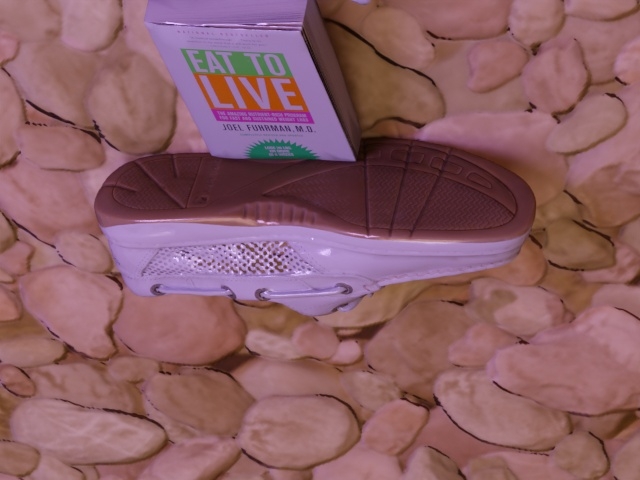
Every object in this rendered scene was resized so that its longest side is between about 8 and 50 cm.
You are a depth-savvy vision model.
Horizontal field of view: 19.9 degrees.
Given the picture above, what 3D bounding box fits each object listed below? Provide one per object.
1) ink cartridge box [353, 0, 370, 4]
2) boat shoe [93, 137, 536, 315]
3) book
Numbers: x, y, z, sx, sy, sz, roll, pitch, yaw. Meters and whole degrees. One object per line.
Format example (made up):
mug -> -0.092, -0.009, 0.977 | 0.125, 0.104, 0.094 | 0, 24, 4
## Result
ink cartridge box -> -0.063, -0.316, 0.925 | 0.324, 0.071, 0.330 | 19, 128, -8
boat shoe -> 0.000, 0.000, 1.141 | 0.277, 0.098, 0.096 | 2, 128, 16
book -> -0.038, -0.096, 1.075 | 0.096, 0.035, 0.144 | 1, 151, 16
